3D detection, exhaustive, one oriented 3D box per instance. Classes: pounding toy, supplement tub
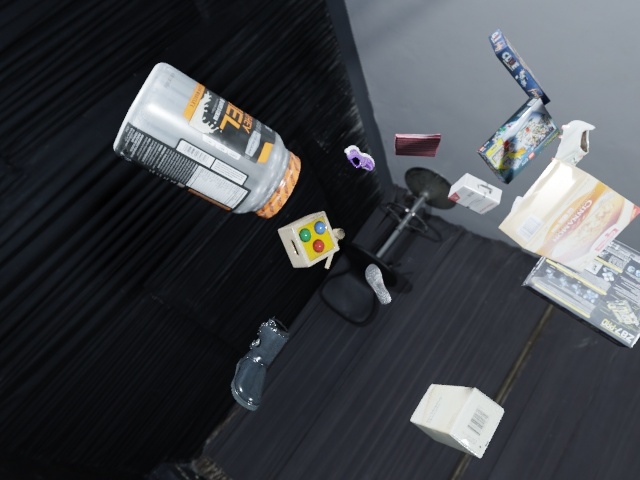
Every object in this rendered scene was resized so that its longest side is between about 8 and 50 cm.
[{"bbox_3d":[0.008,0.006,1.211,0.094,0.206,0.180,-9,106,55],"label":"pounding toy"},{"bbox_3d":[-0.210,-0.178,0.789,0.316,0.193,0.194,27,170,-27],"label":"supplement tub"}]

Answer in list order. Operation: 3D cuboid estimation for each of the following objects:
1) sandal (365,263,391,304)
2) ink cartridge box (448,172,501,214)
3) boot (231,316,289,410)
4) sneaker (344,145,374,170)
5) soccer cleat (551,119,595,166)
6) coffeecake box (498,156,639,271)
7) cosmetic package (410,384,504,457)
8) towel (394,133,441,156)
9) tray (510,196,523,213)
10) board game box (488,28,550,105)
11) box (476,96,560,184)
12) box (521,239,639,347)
[{"bbox_3d":[0.238,0.184,1.673,0.040,0.067,0.179,-80,-35,-86],"label":"sandal"},{"bbox_3d":[0.517,-0.154,1.340,0.136,0.056,0.099,25,156,-5],"label":"ink cartridge box"},{"bbox_3d":[-0.178,0.363,1.224,0.094,0.207,0.246,32,-173,-16],"label":"boot"},{"bbox_3d":[0.158,-0.318,1.626,0.068,0.071,0.170,-25,150,36],"label":"sneaker"},{"bbox_3d":[0.693,-0.232,1.110,0.076,0.068,0.196,33,136,44],"label":"soccer cleat"},{"bbox_3d":[0.424,-0.037,0.680,0.186,0.142,0.068,16,-153,-30],"label":"coffeecake box"},{"bbox_3d":[0.423,0.561,1.274,0.113,0.160,0.309,38,160,3],"label":"cosmetic package"},{"bbox_3d":[0.442,-0.438,1.838,0.199,0.031,0.275,4,176,11],"label":"towel"},{"bbox_3d":[0.959,-0.115,1.864,0.030,0.145,0.270,8,-164,-5],"label":"tray"},{"bbox_3d":[0.640,-0.554,1.289,0.243,0.164,0.042,36,130,-23],"label":"board game box"},{"bbox_3d":[0.644,-0.320,1.298,0.159,0.233,0.044,39,-170,-28],"label":"box"},{"bbox_3d":[1.023,0.150,1.478,0.395,0.318,0.097,35,177,19],"label":"box"}]
